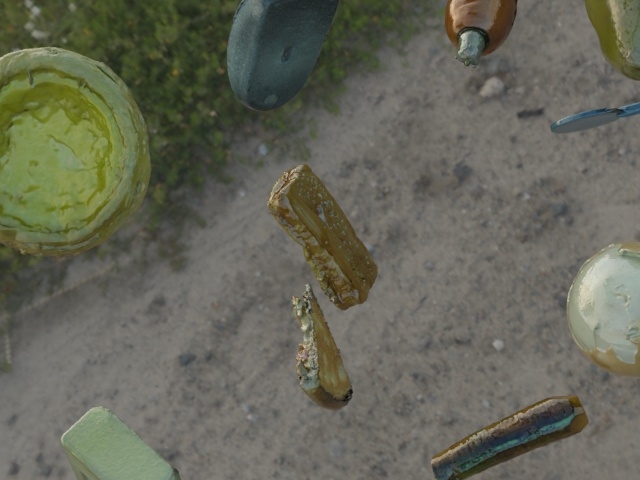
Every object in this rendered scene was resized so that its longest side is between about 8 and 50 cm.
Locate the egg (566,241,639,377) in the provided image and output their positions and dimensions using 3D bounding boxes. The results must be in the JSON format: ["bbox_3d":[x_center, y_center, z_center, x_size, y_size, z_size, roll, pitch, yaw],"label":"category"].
[{"bbox_3d":[0.476,0.108,1.457,0.201,0.244,0.201,-9,72,29],"label":"egg"}]

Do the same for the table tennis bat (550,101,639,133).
[{"bbox_3d":[0.435,-0.191,1.510,0.155,0.100,0.019,-13,81,22],"label":"table tennis bat"}]

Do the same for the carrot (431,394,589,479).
[{"bbox_3d":[0.298,0.318,1.543,0.260,0.070,0.070,-26,50,3],"label":"carrot"}]

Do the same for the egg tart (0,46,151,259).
[{"bbox_3d":[-0.437,-0.145,1.583,0.345,0.345,0.132,-36,14,7],"label":"egg tart"}]

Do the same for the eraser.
[{"bbox_3d":[-0.189,0.250,0.965,0.117,0.172,0.058,33,58,22],"label":"eraser"}]

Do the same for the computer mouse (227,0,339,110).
[{"bbox_3d":[-0.050,-0.244,1.115,0.113,0.229,0.068,-15,60,-30],"label":"computer mouse"}]

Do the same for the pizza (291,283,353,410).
[{"bbox_3d":[-0.016,0.252,2.120,0.074,0.251,0.288,-22,93,11],"label":"pizza"}]

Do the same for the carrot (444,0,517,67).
[{"bbox_3d":[0.179,-0.286,0.980,0.069,0.069,0.336,-4,46,30],"label":"carrot"}]

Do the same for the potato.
[{"bbox_3d":[0.499,-0.392,1.426,0.218,0.202,0.351,-1,63,33],"label":"potato"}]

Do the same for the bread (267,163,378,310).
[{"bbox_3d":[0.002,0.000,1.776,0.077,0.271,0.139,-19,27,35],"label":"bread"}]
